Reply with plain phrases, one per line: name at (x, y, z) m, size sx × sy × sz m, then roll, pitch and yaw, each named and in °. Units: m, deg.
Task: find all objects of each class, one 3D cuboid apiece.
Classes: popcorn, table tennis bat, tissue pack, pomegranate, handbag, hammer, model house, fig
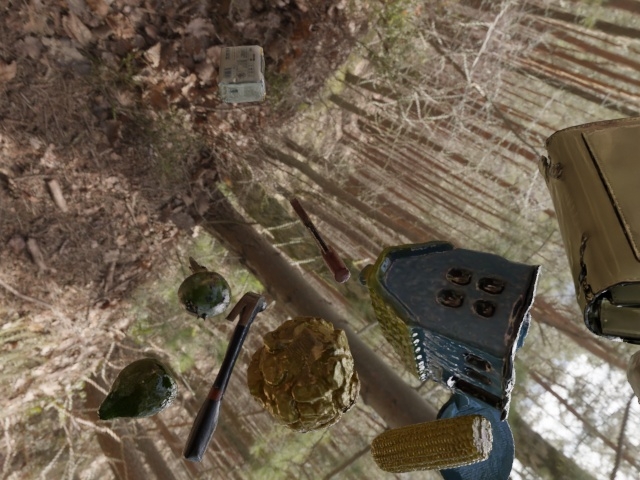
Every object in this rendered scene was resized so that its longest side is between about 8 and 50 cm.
popcorn at (-0.037, 0.277, 0.944) m, size 0.250 × 0.250 × 0.190 m, roll -20°, pitch 129°, yaw -39°
table tennis bat at (0.000, 0.000, 1.118) m, size 0.038 × 0.310 × 0.200 m, roll -33°, pitch 126°, yaw 1°
tissue pack at (-0.108, -0.231, 0.622) m, size 0.062 × 0.083 × 0.042 m, roll -6°, pitch 146°, yaw -1°
table tennis bat at (0.366, 0.462, 1.106) m, size 0.215 × 0.329 × 0.044 m, roll -13°, pitch 174°, yaw -12°
pomegranate at (-0.270, 0.108, 1.032) m, size 0.122 × 0.161 × 0.122 m, roll -18°, pitch 150°, yaw -10°
handbag at (0.480, -0.031, 0.663) m, size 0.358 × 0.236 × 0.160 m, roll -75°, pitch 161°, yaw -44°
hammer at (-0.161, 0.223, 0.745) m, size 0.137 × 0.037 × 0.290 m, roll 83°, pitch 28°, yaw -78°
model house at (0.223, 0.134, 0.812) m, size 0.215 × 0.303 × 0.237 m, roll -54°, pitch 145°, yaw -25°
fig at (-0.386, 0.318, 0.933) m, size 0.156 × 0.123 × 0.123 m, roll -29°, pitch 144°, yaw -29°

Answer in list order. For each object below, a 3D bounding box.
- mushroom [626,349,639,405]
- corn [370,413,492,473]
mushroom at (0.598, 0.267, 0.527) m, size 0.313 × 0.397 × 0.224 m, roll -33°, pitch 158°, yaw 8°
corn at (0.192, 0.368, 0.804) m, size 0.081 × 0.081 × 0.248 m, roll -10°, pitch 163°, yaw -46°
